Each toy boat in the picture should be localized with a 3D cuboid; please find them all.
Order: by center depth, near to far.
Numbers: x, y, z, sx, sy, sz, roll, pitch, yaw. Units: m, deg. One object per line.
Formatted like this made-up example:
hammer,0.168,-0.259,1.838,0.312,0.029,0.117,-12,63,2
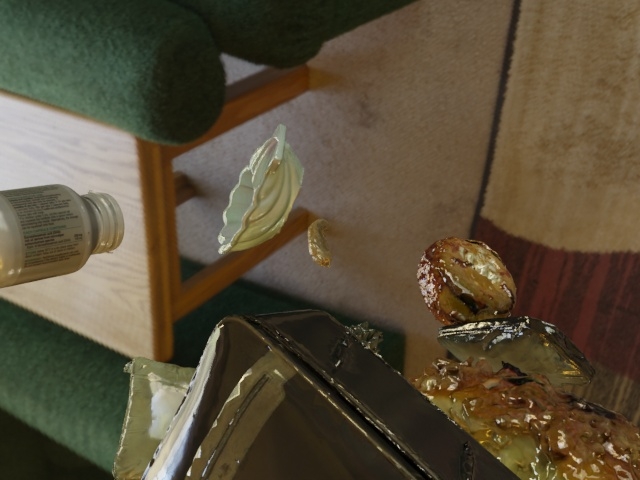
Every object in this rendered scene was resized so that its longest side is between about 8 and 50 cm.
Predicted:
toy boat,-0.111,-0.084,1.638,0.100,0.200,0.290,16,136,-16

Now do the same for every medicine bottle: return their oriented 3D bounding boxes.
medicine bottle,-0.399,-0.013,1.238,0.135,0.215,0.135,11,107,40

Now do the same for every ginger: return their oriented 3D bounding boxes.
ginger,-0.003,-0.003,2.207,0.069,0.174,0.051,31,128,-25

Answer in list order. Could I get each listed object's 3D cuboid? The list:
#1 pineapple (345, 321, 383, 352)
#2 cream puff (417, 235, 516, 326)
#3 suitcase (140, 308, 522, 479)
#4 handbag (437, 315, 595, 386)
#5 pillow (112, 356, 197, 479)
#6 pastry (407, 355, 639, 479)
pineapple,0.040,0.278,1.758,0.157,0.279,0.158,23,148,16
cream puff,0.323,0.109,1.916,0.240,0.240,0.164,43,122,8
suitcase,0.023,0.269,0.774,0.434,0.194,0.283,40,113,32
handbag,0.383,0.225,1.693,0.191,0.075,0.332,42,155,-18
pillow,-0.147,0.277,1.241,0.302,0.185,0.075,12,148,-13
pastry,0.241,0.304,1.075,0.405,0.337,0.293,8,80,39
